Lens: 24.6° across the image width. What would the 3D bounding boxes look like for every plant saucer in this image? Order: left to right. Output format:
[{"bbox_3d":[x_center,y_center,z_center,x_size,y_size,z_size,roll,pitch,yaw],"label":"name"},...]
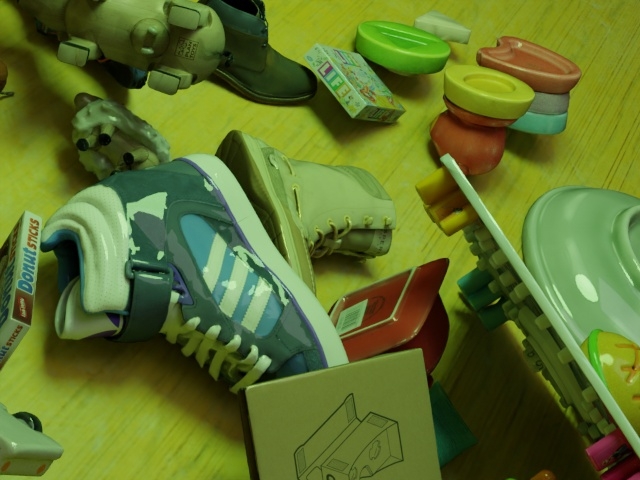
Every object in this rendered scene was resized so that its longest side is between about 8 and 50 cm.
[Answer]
[{"bbox_3d":[0.454,0.062,1.952,0.400,0.100,0.401,25,39,-21],"label":"plant saucer"}]

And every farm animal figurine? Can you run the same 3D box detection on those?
[{"bbox_3d":[-0.229,-0.260,1.508,0.326,0.330,0.172,34,13,-5],"label":"farm animal figurine"}]

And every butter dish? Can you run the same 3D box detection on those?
[{"bbox_3d":[0.077,0.115,1.540,0.118,0.159,0.160,56,32,-19],"label":"butter dish"}]

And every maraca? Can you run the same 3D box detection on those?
[{"bbox_3d":[0.359,0.192,1.738,0.127,0.099,0.186,-25,91,-64],"label":"maraca"}]

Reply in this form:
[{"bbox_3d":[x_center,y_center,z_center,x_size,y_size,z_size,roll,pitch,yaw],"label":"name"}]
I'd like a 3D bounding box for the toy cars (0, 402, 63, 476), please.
[{"bbox_3d":[-0.394,0.102,1.150,0.393,0.087,0.176,30,1,-18],"label":"toy cars"}]

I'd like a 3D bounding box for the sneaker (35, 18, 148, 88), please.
[{"bbox_3d":[-0.275,-0.245,1.640,0.221,0.083,0.087,45,49,13],"label":"sneaker"}]

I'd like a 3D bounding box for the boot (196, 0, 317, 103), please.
[{"bbox_3d":[-0.075,-0.235,1.771,0.219,0.106,0.082,13,45,-33],"label":"boot"}]

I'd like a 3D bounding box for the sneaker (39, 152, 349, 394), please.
[{"bbox_3d":[-0.136,0.083,1.401,0.236,0.130,0.323,-26,83,-35],"label":"sneaker"}]

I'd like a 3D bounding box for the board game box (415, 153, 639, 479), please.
[{"bbox_3d":[0.238,0.137,1.538,0.390,0.050,0.390,59,1,23],"label":"board game box"}]

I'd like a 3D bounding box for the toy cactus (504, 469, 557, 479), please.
[{"bbox_3d":[0.176,0.316,1.398,0.112,0.218,0.181,-98,170,-68],"label":"toy cactus"}]

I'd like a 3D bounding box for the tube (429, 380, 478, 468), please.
[{"bbox_3d":[0.103,0.215,1.523,0.080,0.052,0.207,60,34,0],"label":"tube"}]

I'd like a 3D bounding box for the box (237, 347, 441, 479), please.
[{"bbox_3d":[0.023,0.200,1.382,0.201,0.021,0.165,-10,92,-32],"label":"box"}]

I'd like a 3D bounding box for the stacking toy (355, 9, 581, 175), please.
[{"bbox_3d":[0.192,-0.202,2.024,0.279,0.130,0.309,27,27,26],"label":"stacking toy"}]

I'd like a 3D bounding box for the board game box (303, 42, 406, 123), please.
[{"bbox_3d":[0.045,-0.199,1.868,0.103,0.026,0.154,51,18,12],"label":"board game box"}]

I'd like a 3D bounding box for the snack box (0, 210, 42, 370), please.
[{"bbox_3d":[-0.275,0.045,1.306,0.022,0.064,0.178,28,25,-22],"label":"snack box"}]

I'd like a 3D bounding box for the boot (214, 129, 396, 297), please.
[{"bbox_3d":[0.000,0.000,1.612,0.203,0.095,0.262,13,39,-34],"label":"boot"}]
